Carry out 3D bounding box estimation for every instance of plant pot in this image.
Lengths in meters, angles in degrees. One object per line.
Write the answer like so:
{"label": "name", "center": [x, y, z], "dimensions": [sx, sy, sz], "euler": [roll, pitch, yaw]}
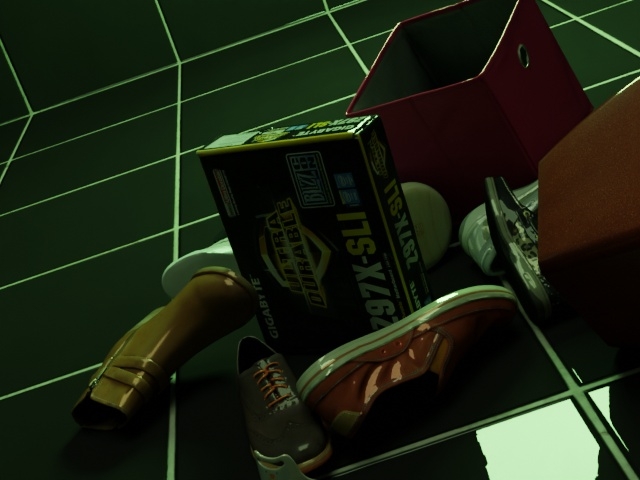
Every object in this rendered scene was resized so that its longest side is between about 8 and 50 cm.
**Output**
{"label": "plant pot", "center": [0.396, -0.019, 1.320], "dimensions": [0.236, 0.267, 0.267], "euler": [-23, 41, 32]}

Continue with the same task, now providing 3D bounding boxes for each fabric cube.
{"label": "fabric cube", "center": [0.243, -0.206, 1.813], "dimensions": [0.259, 0.258, 0.254], "euler": [-11, 36, 39]}

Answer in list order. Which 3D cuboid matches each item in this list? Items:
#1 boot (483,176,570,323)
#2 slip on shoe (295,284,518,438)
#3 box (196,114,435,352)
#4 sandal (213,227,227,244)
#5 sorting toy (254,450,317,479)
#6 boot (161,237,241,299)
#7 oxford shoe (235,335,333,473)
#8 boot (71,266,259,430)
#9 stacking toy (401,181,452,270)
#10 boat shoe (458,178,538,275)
{"label": "boot", "center": [0.330, -0.008, 1.549], "dimensions": [0.179, 0.085, 0.236], "euler": [-16, 52, -1]}
{"label": "slip on shoe", "center": [0.125, 0.149, 1.416], "dimensions": [0.331, 0.123, 0.101], "euler": [-22, 65, -33]}
{"label": "box", "center": [0.000, 0.000, 1.553], "dimensions": [0.257, 0.322, 0.079], "euler": [-4, 25, 31]}
{"label": "sandal", "center": [-0.129, -0.051, 2.127], "dimensions": [0.097, 0.054, 0.254], "euler": [-8, 25, 26]}
{"label": "sorting toy", "center": [-0.045, 0.269, 1.288], "dimensions": [0.083, 0.075, 0.045], "euler": [-1, 28, 39]}
{"label": "boot", "center": [-0.142, 0.034, 1.918], "dimensions": [0.258, 0.095, 0.123], "euler": [-14, 15, -9]}
{"label": "oxford shoe", "center": [-0.060, 0.203, 1.421], "dimensions": [0.097, 0.098, 0.271], "euler": [-24, 23, -11]}
{"label": "boot", "center": [-0.223, 0.155, 1.600], "dimensions": [0.283, 0.109, 0.220], "euler": [-20, 23, 42]}
{"label": "stacking toy", "center": [0.068, -0.029, 1.852], "dimensions": [0.141, 0.141, 0.330], "euler": [-29, 17, -23]}
{"label": "boat shoe", "center": [0.358, -0.050, 1.662], "dimensions": [0.320, 0.118, 0.103], "euler": [-27, 33, -2]}
